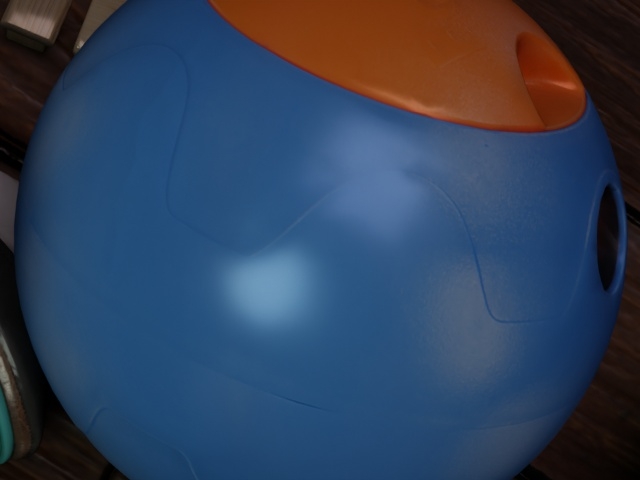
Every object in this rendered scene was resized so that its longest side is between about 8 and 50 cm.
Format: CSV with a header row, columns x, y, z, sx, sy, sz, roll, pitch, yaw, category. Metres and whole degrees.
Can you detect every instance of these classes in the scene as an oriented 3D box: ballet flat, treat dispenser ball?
x,y,z,sx,sy,sz,roll,pitch,yaw,category
-0.206,-0.019,0.726,0.096,0.095,0.280,-34,83,-40,ballet flat
0.000,0.000,0.680,0.288,0.288,0.288,8,66,-17,treat dispenser ball

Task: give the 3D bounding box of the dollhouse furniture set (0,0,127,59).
x,y,z,sx,sy,sz,roll,pitch,yaw,category
-0.167,-0.196,0.807,0.181,0.101,0.161,21,62,-11,dollhouse furniture set
